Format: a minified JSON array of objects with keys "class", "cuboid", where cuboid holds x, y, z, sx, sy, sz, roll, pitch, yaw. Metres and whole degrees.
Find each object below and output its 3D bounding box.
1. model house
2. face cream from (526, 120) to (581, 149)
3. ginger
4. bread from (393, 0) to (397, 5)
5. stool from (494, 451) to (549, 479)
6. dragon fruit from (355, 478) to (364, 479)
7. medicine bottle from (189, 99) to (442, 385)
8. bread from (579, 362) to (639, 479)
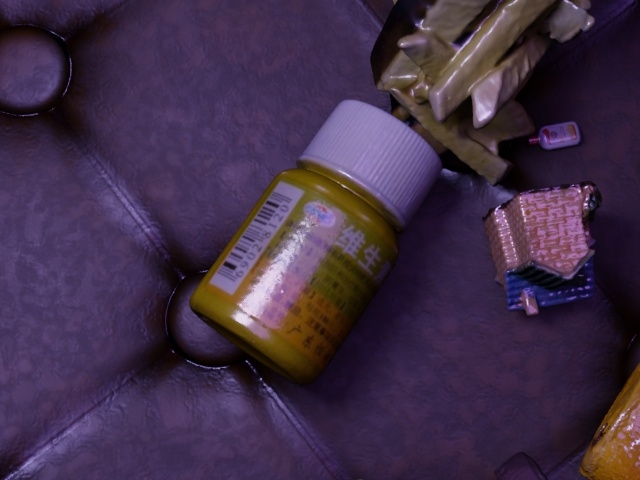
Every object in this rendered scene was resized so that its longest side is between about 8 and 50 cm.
[{"class":"model house","cuboid":[0.344,0.020,1.739,0.167,0.183,0.172,-6,78,-3]},{"class":"face cream","cuboid":[0.370,-0.164,1.857,0.083,0.021,0.040,-11,79,-4]},{"class":"ginger","cuboid":[0.270,-0.252,1.698,0.358,0.413,0.211,-16,67,-17]},{"class":"bread","cuboid":[0.279,-0.437,1.747,0.333,0.323,0.143,-20,72,-5]},{"class":"stool","cuboid":[0.289,0.449,1.623,0.178,0.272,0.272,-33,83,0]},{"class":"dragon fruit","cuboid":[0.088,0.513,1.632,0.228,0.243,0.307,-25,41,15]},{"class":"medicine bottle","cuboid":[0.000,0.000,1.706,0.224,0.224,0.384,33,79,3]},{"class":"bread","cuboid":[0.491,0.267,1.698,0.143,0.195,0.269,32,76,13]}]
